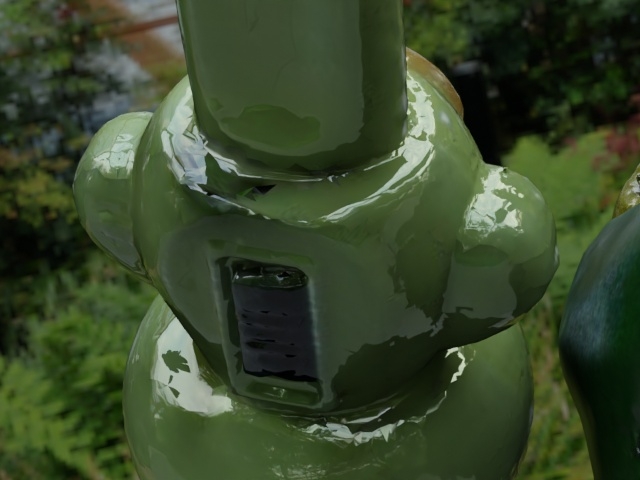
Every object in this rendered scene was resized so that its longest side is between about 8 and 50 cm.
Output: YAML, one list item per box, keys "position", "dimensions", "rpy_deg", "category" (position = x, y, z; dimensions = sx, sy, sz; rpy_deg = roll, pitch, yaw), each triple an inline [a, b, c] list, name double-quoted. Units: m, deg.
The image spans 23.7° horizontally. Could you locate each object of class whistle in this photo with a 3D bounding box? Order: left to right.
- position: [0.003, -0.005, 0.453]
  dimensions: [0.141, 0.294, 0.141]
  rpy_deg: [1, 36, 0]
  category: "whistle"

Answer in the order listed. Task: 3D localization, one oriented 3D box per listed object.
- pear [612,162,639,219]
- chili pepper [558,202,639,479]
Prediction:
- position: [0.249, -0.004, 1.020]
  dimensions: [0.107, 0.131, 0.107]
  rpy_deg: [-39, 23, 21]
  category: "pear"
- position: [0.203, 0.036, 0.452]
  dimensions: [0.249, 0.233, 0.256]
  rpy_deg: [-37, -6, -1]
  category: "chili pepper"
